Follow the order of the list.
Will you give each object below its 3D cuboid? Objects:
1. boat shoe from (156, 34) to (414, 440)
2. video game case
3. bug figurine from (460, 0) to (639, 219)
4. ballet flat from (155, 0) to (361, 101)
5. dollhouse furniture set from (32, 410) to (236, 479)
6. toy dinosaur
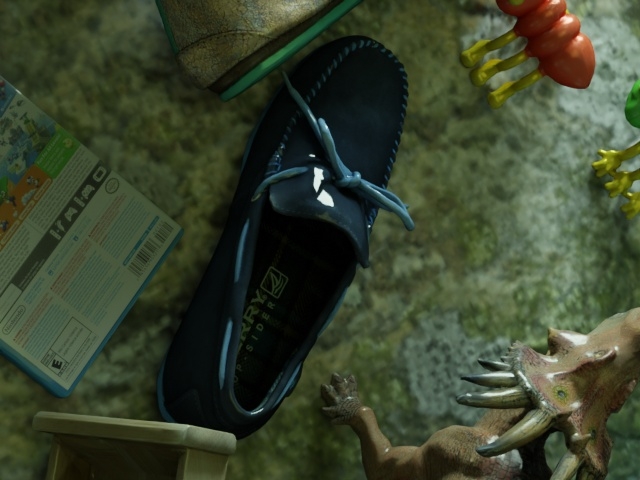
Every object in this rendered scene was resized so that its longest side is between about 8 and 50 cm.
[{"bbox_3d":[0.000,0.000,0.962,0.109,0.089,0.258,25,73,-23],"label":"boat shoe"},{"bbox_3d":[-0.169,-0.011,0.918,0.166,0.015,0.119,41,68,-17],"label":"video game case"},{"bbox_3d":[0.231,-0.152,1.114,0.279,0.072,0.216,-42,103,-26],"label":"bug figurine"},{"bbox_3d":[0.031,-0.200,1.001,0.316,0.107,0.106,-36,93,-28],"label":"ballet flat"},{"bbox_3d":[-0.166,0.151,0.794,0.242,0.212,0.161,20,74,-51],"label":"dollhouse furniture set"},{"bbox_3d":[0.088,0.169,0.923,0.127,0.200,0.295,14,77,-25],"label":"toy dinosaur"}]
